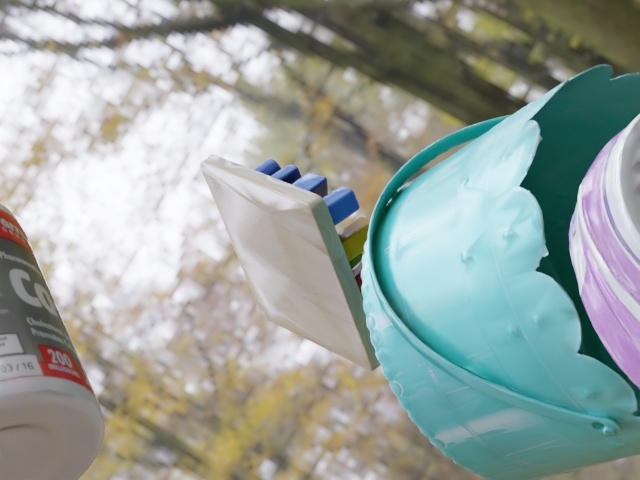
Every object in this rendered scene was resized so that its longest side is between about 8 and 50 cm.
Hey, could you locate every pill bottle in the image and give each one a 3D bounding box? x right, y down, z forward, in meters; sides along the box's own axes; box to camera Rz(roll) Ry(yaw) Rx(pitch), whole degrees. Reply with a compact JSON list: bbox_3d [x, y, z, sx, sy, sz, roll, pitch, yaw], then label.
[{"bbox_3d":[-0.286,0.063,1.477,0.161,0.283,0.161,-19,-36,-14],"label":"pill bottle"}]

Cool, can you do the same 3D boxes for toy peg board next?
[{"bbox_3d":[0.000,0.000,1.543,0.079,0.161,0.160,-35,-58,-24],"label":"toy peg board"}]

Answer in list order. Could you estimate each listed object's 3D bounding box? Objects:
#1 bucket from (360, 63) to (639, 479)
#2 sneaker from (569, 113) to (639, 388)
[{"bbox_3d":[0.174,0.031,1.339,0.183,0.281,0.281,-29,5,40],"label":"bucket"},{"bbox_3d":[0.210,0.067,0.749,0.102,0.282,0.161,-39,-8,-15],"label":"sneaker"}]
